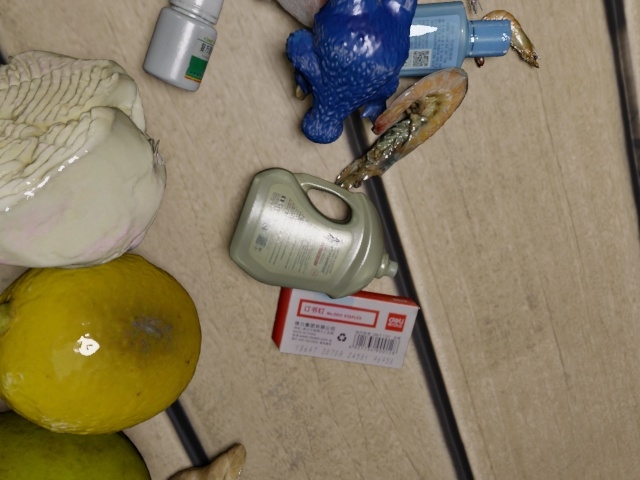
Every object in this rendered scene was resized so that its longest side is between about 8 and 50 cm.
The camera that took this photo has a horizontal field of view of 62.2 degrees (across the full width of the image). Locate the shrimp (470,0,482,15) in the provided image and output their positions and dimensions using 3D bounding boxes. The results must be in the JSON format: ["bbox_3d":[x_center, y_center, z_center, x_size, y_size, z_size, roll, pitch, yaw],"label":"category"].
[{"bbox_3d":[0.216,-0.402,0.740,0.065,0.056,0.165,-23,121,-18],"label":"shrimp"}]

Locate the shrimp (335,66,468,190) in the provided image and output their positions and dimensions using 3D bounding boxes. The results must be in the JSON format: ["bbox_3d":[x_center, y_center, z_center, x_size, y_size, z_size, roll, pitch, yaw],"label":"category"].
[{"bbox_3d":[0.110,-0.161,0.778,0.251,0.143,0.052,-44,64,13],"label":"shrimp"}]

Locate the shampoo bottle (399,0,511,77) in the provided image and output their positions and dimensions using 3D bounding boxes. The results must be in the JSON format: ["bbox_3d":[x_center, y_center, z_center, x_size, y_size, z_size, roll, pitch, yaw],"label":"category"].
[{"bbox_3d":[0.139,-0.283,0.757,0.258,0.061,0.104,-3,120,-2],"label":"shampoo bottle"}]

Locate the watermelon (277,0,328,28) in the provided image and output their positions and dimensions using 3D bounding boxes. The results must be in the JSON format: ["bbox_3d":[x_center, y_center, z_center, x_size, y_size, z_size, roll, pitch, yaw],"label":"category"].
[{"bbox_3d":[-0.018,-0.392,0.703,0.207,0.136,0.202,-19,126,-23],"label":"watermelon"}]

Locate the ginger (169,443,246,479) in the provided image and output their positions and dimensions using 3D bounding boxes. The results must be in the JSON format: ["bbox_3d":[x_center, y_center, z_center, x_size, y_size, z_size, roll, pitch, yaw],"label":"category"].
[{"bbox_3d":[-0.203,0.427,0.934,0.122,0.115,0.193,27,92,3],"label":"ginger"}]

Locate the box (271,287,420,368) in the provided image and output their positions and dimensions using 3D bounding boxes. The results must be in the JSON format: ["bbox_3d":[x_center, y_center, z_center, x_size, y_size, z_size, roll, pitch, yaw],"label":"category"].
[{"bbox_3d":[0.040,0.140,0.893,0.229,0.050,0.123,9,104,-8],"label":"box"}]

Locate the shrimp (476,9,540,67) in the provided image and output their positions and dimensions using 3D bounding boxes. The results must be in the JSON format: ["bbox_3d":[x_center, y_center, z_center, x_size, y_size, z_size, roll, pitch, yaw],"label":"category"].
[{"bbox_3d":[0.276,-0.286,0.800,0.114,0.023,0.083,43,102,-11],"label":"shrimp"}]

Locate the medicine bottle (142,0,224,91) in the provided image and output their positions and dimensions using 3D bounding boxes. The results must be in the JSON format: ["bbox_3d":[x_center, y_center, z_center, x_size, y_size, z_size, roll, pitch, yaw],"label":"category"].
[{"bbox_3d":[-0.184,-0.278,0.722,0.080,0.080,0.130,22,104,-12],"label":"medicine bottle"}]

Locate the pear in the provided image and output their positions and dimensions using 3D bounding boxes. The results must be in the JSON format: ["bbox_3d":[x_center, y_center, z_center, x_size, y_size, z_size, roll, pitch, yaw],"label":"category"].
[{"bbox_3d":[-0.405,0.403,0.752,0.351,0.413,0.352,-1,94,-11],"label":"pear"}]

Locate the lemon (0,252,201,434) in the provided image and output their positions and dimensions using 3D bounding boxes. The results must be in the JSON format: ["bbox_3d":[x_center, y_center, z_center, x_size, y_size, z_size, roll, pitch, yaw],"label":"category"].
[{"bbox_3d":[-0.304,0.139,0.742,0.260,0.284,0.261,0,91,19],"label":"lemon"}]

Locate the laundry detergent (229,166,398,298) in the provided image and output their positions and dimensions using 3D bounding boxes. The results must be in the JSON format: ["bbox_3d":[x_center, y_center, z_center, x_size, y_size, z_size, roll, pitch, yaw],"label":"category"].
[{"bbox_3d":[0.000,0.000,0.813,0.253,0.091,0.181,19,95,-6],"label":"laundry detergent"}]

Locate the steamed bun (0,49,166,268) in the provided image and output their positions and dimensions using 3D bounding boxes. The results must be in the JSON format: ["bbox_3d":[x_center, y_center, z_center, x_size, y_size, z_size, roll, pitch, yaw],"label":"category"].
[{"bbox_3d":[-0.319,-0.085,0.665,0.275,0.320,0.206,0,143,15],"label":"steamed bun"}]

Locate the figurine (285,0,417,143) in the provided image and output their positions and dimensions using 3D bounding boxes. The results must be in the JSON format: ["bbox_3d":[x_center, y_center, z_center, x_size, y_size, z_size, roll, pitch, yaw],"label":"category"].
[{"bbox_3d":[0.037,-0.221,0.676,0.164,0.121,0.262,0,138,-11],"label":"figurine"}]
